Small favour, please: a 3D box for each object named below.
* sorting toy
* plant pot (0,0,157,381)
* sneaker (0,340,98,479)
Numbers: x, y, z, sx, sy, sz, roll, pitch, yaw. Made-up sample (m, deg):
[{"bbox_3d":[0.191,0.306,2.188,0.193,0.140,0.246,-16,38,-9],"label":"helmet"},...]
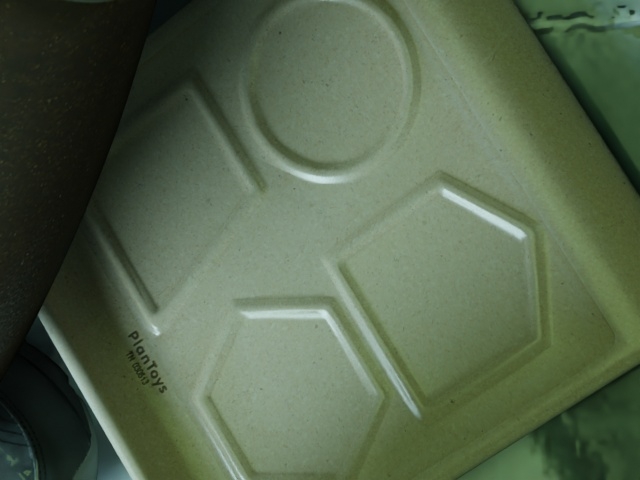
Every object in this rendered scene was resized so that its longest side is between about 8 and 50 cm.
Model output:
[{"bbox_3d":[0.000,0.000,0.679,0.208,0.038,0.193,-35,80,19],"label":"sorting toy"},{"bbox_3d":[-0.151,-0.043,0.584,0.230,0.215,0.215,-44,76,38],"label":"plant pot"},{"bbox_3d":[-0.213,0.065,0.745,0.267,0.106,0.101,16,100,22],"label":"sneaker"}]
